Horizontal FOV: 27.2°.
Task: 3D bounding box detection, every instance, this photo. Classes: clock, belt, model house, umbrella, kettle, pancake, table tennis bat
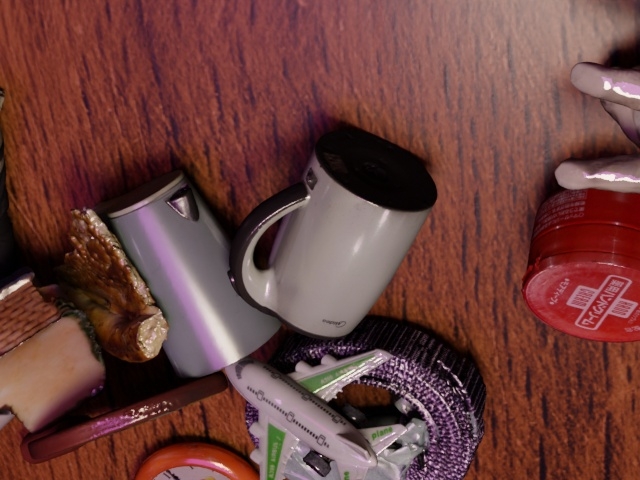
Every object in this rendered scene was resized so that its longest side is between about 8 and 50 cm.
[{"bbox_3d":[-0.177,0.380,1.951,0.205,0.051,0.205,3,120,6],"label":"clock"},{"bbox_3d":[0.059,0.238,1.783,0.325,0.122,0.260,4,114,16],"label":"belt"},{"bbox_3d":[-0.395,0.131,1.741,0.166,0.172,0.183,-35,142,-15],"label":"model house"},{"bbox_3d":[-0.458,-0.035,1.751,0.106,0.113,0.357,-4,120,-8],"label":"umbrella"},{"bbox_3d":[0.000,0.000,1.637,0.221,0.161,0.236,6,128,-29],"label":"kettle"},{"bbox_3d":[-0.296,0.052,1.705,0.266,0.057,0.244,25,142,38],"label":"pancake"},{"bbox_3d":[-0.293,0.248,1.812,0.415,0.268,0.051,-24,85,46],"label":"table tennis bat"},{"bbox_3d":[-0.191,0.041,1.738,0.210,0.160,0.243,-13,110,48],"label":"kettle"}]

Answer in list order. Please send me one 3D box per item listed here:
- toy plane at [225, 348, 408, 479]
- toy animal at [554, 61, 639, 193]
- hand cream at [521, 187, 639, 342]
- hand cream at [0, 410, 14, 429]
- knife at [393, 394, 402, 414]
[{"bbox_3d":[-0.022,0.224,1.680,0.255,0.251,0.101,31,165,26],"label":"toy plane"},{"bbox_3d":[0.466,-0.119,1.469,0.344,0.303,0.194,26,122,30],"label":"toy animal"},{"bbox_3d":[0.343,0.027,1.581,0.193,0.125,0.193,10,151,6],"label":"hand cream"},{"bbox_3d":[-0.570,0.280,1.954,0.185,0.118,0.359,43,125,-15],"label":"hand cream"},{"bbox_3d":[0.117,0.236,1.840,0.023,0.010,0.170,-10,115,15],"label":"knife"}]
